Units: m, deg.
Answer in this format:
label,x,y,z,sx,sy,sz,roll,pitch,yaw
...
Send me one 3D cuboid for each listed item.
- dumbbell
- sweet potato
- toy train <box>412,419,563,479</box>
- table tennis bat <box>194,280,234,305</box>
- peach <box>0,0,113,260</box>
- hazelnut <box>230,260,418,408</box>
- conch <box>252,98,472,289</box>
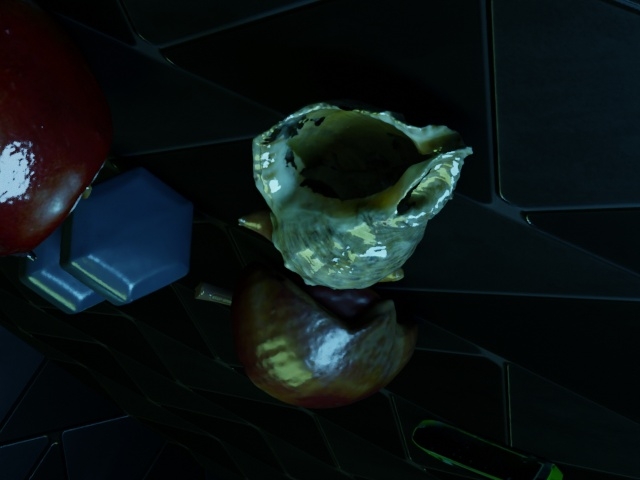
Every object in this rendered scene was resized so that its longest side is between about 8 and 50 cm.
label,x,y,z,sx,sy,sz,roll,pitch,yaw
dumbbell,-0.260,0.005,1.644,0.144,0.156,0.316,6,173,-22
sweet potato,0.002,0.000,1.346,0.055,0.058,0.202,-11,-158,-42
toy train,0.210,0.280,1.763,0.209,0.044,0.042,16,158,42
table tennis bat,-0.063,0.033,1.618,0.170,0.119,0.107,14,142,-22
peach,-0.329,-0.155,1.254,0.361,0.201,0.257,49,-170,-11
hazelnut,0.003,0.093,1.464,0.202,0.160,0.170,-2,-155,-42
conch,0.026,-0.042,1.059,0.155,0.130,0.207,25,152,-25
